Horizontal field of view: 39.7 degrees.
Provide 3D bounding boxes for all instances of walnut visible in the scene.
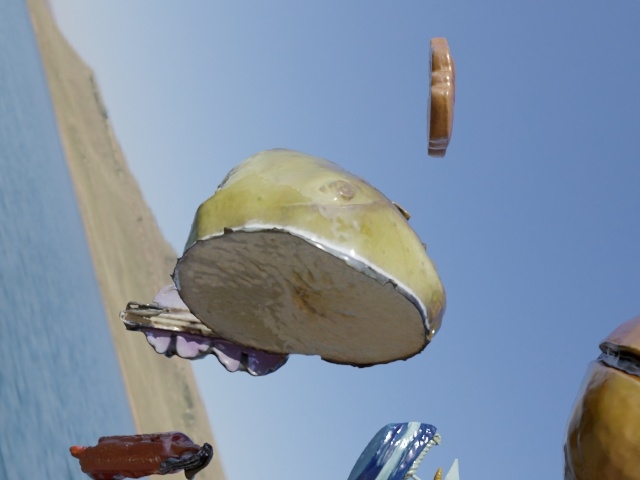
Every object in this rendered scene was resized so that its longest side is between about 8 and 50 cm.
[{"bbox_3d":[0.330,0.142,0.752,0.209,0.336,0.209,22,-50,29],"label":"walnut"}]

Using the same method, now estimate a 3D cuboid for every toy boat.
[{"bbox_3d":[0.170,0.417,1.330,0.291,0.220,0.067,41,-20,-10],"label":"toy boat"}]

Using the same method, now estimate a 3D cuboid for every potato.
[{"bbox_3d":[0.000,0.000,0.974,0.246,0.299,0.196,60,44,-43],"label":"potato"}]

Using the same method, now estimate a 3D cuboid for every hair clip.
[{"bbox_3d":[-0.126,0.125,1.203,0.084,0.292,0.106,168,-68,-85],"label":"hair clip"}]

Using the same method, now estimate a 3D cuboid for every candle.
[{"bbox_3d":[-0.218,0.267,1.087,0.301,0.084,0.059,-16,-115,45],"label":"candle"}]

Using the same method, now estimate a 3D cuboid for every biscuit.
[{"bbox_3d":[0.217,-0.254,1.596,0.334,0.047,0.202,-70,161,-71],"label":"biscuit"}]
